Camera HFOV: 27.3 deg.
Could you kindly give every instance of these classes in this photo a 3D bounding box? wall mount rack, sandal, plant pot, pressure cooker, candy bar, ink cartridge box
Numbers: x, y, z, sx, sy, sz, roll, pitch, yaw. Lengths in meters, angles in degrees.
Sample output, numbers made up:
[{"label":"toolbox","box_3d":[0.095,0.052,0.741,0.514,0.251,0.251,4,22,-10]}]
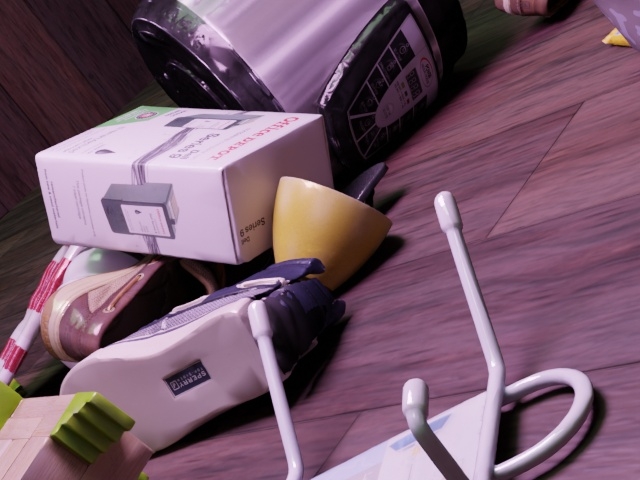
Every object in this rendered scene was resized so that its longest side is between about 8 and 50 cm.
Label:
[{"label":"wall mount rack","box_3d":[0.030,0.122,1.013,0.350,0.130,0.304,-29,18,23]},{"label":"sandal","box_3d":[0.032,-0.015,1.570,0.179,0.040,0.067,-58,16,-17]},{"label":"plant pot","box_3d":[0.000,0.000,1.456,0.134,0.134,0.095,6,72,67]},{"label":"pressure cooker","box_3d":[-0.004,-0.306,1.836,0.420,0.375,0.370,-42,14,-13]},{"label":"candy bar","box_3d":[0.366,-0.232,1.482,0.040,0.018,0.161,-39,15,-3]},{"label":"ink cartridge box","box_3d":[-0.157,-0.074,1.577,0.289,0.122,0.211,6,25,33]}]

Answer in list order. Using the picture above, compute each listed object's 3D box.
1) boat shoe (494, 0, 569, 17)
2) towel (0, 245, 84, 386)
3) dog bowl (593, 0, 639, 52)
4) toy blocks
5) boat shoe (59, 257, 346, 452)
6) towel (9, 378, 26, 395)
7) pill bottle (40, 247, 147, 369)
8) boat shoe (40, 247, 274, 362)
[{"label":"boat shoe","box_3d":[0.349,-0.374,1.830,0.095,0.095,0.257,22,49,35]},{"label":"towel","box_3d":[-0.416,0.142,1.813,0.329,0.037,0.237,-62,11,-10]},{"label":"dog bowl","box_3d":[0.440,-0.314,1.365,0.348,0.102,0.349,-30,18,11]},{"label":"toy blocks","box_3d":[-0.326,0.288,1.289,0.381,0.190,0.261,-14,40,56]},{"label":"boat shoe","box_3d":[-0.121,0.123,1.395,0.340,0.127,0.158,-21,10,39]},{"label":"towel","box_3d":[-0.515,0.246,2.033,0.102,0.021,0.237,-48,19,-14]},{"label":"pill bottle","box_3d":[-0.235,0.047,1.728,0.161,0.161,0.283,-24,21,38]},{"label":"boat shoe","box_3d":[-0.161,0.059,1.563,0.123,0.123,0.342,8,22,44]}]
